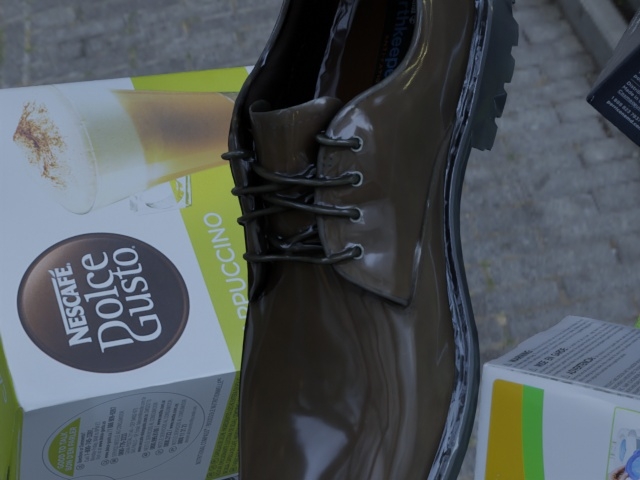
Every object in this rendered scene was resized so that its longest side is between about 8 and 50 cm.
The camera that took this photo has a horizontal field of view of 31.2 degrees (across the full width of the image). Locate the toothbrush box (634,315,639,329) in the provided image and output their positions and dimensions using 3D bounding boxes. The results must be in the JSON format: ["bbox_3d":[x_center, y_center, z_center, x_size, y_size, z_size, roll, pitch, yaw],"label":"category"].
[{"bbox_3d":[0.306,0.056,0.712,0.206,0.283,0.122,-2,31,-40],"label":"toothbrush box"}]

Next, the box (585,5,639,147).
[{"bbox_3d":[0.462,-0.253,1.113,0.179,0.312,0.343,40,43,-2],"label":"box"}]

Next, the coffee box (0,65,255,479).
[{"bbox_3d":[-0.164,0.078,1.098,0.334,0.338,0.337,-8,54,-22],"label":"coffee box"}]

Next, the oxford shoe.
[{"bbox_3d":[0.000,0.000,0.353,0.083,0.096,0.227,-2,74,31],"label":"oxford shoe"}]

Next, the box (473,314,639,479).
[{"bbox_3d":[0.141,0.154,0.567,0.103,0.203,0.114,10,14,31],"label":"box"}]
